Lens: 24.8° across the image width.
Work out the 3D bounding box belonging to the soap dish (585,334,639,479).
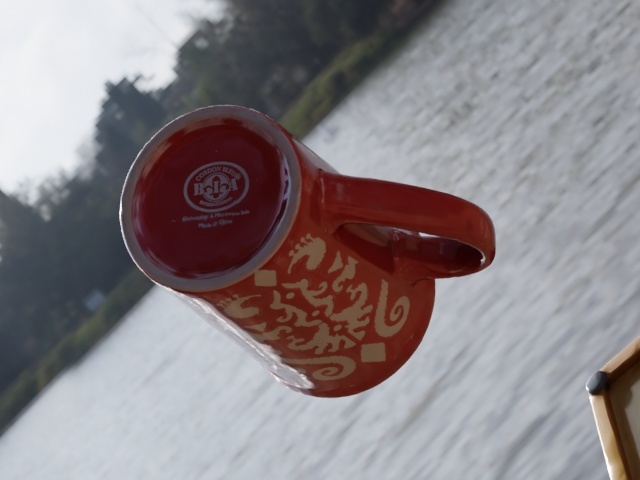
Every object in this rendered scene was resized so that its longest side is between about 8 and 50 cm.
[{"bbox_3d":[0.340,0.166,1.204,0.229,0.118,0.290,-46,26,27],"label":"soap dish"}]

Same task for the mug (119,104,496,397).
[{"bbox_3d":[-0.007,-0.006,0.725,0.150,0.113,0.169,-38,-28,7],"label":"mug"}]
